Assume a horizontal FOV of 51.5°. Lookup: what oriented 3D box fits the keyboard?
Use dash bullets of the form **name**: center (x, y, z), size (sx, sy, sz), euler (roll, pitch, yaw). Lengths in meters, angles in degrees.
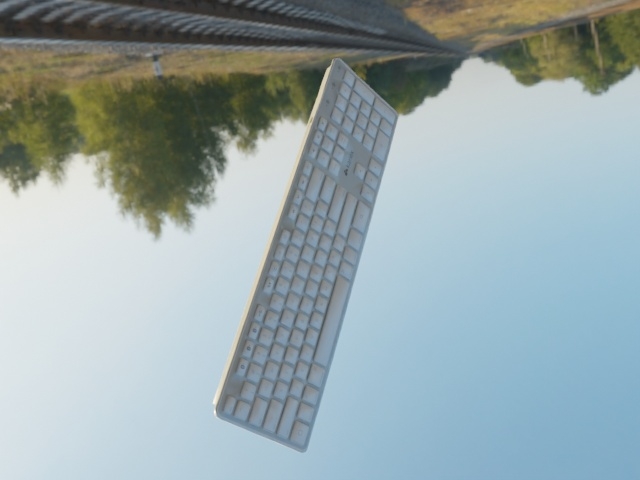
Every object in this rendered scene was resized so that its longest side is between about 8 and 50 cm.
- **keyboard**: center (0.000, 0.000, 0.431), size (0.072, 0.256, 0.014), euler (31, 153, -29)
